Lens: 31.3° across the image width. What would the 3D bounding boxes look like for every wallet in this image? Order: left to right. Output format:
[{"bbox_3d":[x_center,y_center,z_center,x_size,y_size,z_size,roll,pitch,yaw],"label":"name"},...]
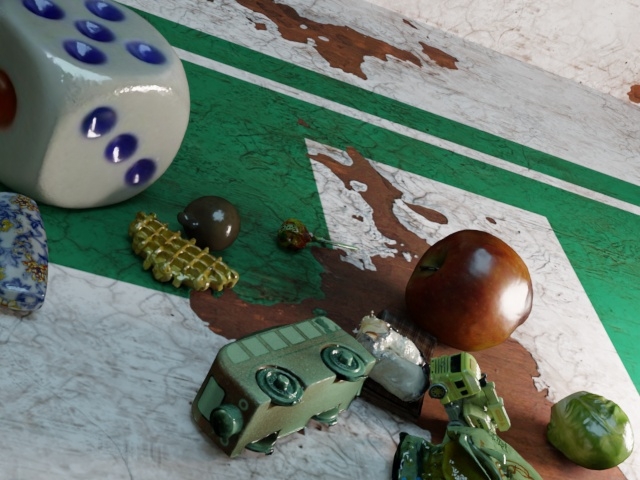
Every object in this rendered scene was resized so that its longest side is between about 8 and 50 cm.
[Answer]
[{"bbox_3d":[0.133,0.212,1.962,0.124,0.042,0.230,27,30,-2],"label":"wallet"}]

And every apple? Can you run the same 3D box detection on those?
[{"bbox_3d":[0.278,0.098,2.092,0.230,0.230,0.230,21,30,-13],"label":"apple"}]

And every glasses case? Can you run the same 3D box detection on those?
[{"bbox_3d":[-0.461,0.013,1.736,0.087,0.065,0.248,14,32,-29],"label":"glasses case"}]

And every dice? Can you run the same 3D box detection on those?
[{"bbox_3d":[-0.428,-0.249,1.965,0.304,0.277,0.304,-12,47,-48],"label":"dice"}]

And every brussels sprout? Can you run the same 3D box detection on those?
[{"bbox_3d":[0.480,0.331,2.002,0.155,0.117,0.155,21,40,-19],"label":"brussels sprout"}]

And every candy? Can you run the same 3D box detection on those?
[{"bbox_3d":[0.000,0.000,2.182,0.201,0.060,0.060,13,33,-40],"label":"candy"}]

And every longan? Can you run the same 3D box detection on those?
[{"bbox_3d":[-0.196,-0.030,1.997,0.119,0.106,0.106,7,36,-44],"label":"longan"}]

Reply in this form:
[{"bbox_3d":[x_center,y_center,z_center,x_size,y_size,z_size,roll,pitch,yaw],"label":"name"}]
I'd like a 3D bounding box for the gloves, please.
[{"bbox_3d":[0.116,0.196,1.872,0.153,0.070,0.114,38,31,-4],"label":"gloves"}]

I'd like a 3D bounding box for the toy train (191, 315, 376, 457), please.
[{"bbox_3d":[-0.060,0.214,1.711,0.159,0.129,0.326,40,31,26],"label":"toy train"}]

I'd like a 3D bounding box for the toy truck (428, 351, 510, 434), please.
[{"bbox_3d":[0.246,0.262,1.869,0.077,0.100,0.169,-77,145,-61],"label":"toy truck"}]

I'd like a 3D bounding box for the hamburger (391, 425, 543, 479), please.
[{"bbox_3d":[0.248,0.364,1.720,0.276,0.150,0.260,14,31,-24],"label":"hamburger"}]

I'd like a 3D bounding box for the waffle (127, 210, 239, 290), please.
[{"bbox_3d":[-0.240,0.017,1.941,0.160,0.046,0.192,-1,41,-38],"label":"waffle"}]
